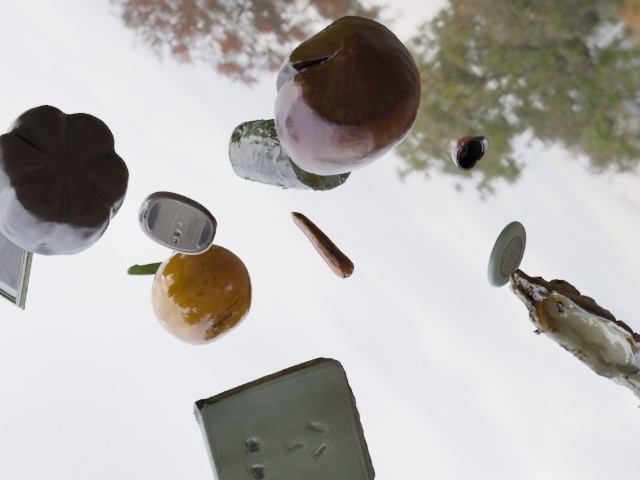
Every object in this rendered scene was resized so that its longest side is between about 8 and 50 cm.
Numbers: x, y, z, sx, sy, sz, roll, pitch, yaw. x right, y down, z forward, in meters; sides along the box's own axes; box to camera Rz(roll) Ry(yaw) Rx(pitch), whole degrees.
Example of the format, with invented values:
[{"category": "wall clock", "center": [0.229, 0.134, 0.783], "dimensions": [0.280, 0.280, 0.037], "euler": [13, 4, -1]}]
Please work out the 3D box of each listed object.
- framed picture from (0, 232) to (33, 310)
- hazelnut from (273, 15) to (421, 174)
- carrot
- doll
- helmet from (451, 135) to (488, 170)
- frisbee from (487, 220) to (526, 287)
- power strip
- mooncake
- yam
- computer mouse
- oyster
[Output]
[{"category": "framed picture", "center": [-0.593, -0.028, 2.131], "dimensions": [0.216, 0.273, 0.016], "euler": [29, -145, 18]}, {"category": "hazelnut", "center": [0.038, -0.171, 1.445], "dimensions": [0.178, 0.178, 0.204], "euler": [36, -135, -28]}, {"category": "carrot", "center": [0.000, 0.000, 2.075], "dimensions": [0.037, 0.037, 0.190], "euler": [26, -161, -49]}, {"category": "doll", "center": [-0.258, 0.086, 2.447], "dimensions": [0.213, 0.213, 0.236], "euler": [23, -159, -53]}, {"category": "helmet", "center": [0.301, -0.189, 2.458], "dimensions": [0.065, 0.084, 0.049], "euler": [32, -166, -39]}, {"category": "frisbee", "center": [0.290, 0.023, 1.859], "dimensions": [0.014, 0.110, 0.110], "euler": [22, -177, 30]}, {"category": "power strip", "center": [-0.050, 0.265, 1.597], "dimensions": [0.064, 0.213, 0.198], "euler": [-154, 49, -74]}, {"category": "mooncake", "center": [-0.434, -0.100, 1.982], "dimensions": [0.245, 0.133, 0.245], "euler": [11, -114, -25]}, {"category": "yam", "center": [-0.050, -0.119, 1.627], "dimensions": [0.183, 0.107, 0.107], "euler": [7, 162, 46]}, {"category": "computer mouse", "center": [-0.167, -0.022, 1.409], "dimensions": [0.096, 0.066, 0.039], "euler": [20, -167, 1]}, {"category": "oyster", "center": [0.397, 0.134, 1.610], "dimensions": [0.345, 0.129, 0.078], "euler": [34, -123, -4]}]
